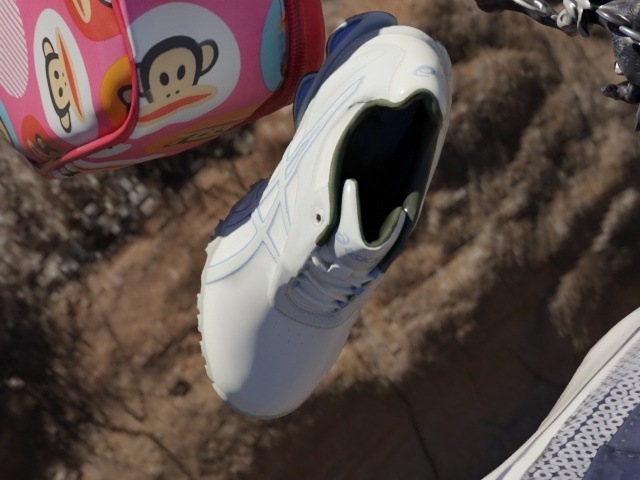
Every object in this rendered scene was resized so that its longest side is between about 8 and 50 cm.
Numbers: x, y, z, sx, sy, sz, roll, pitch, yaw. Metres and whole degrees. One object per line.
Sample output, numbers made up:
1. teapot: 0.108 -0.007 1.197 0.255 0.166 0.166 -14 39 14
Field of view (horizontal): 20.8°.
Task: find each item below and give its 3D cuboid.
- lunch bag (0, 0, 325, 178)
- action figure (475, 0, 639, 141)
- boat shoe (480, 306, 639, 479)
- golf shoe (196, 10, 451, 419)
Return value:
1. lunch bag: -0.104 -0.180 0.755 0.120 0.258 0.293 -17 93 -22
2. action figure: 0.255 -0.188 1.420 0.276 0.141 0.164 37 121 35
3. boat shoe: 0.118 0.072 0.397 0.158 0.127 0.340 -31 9 31
4. golf shoe: 0.000 0.000 0.675 0.086 0.069 0.176 -110 39 -68
